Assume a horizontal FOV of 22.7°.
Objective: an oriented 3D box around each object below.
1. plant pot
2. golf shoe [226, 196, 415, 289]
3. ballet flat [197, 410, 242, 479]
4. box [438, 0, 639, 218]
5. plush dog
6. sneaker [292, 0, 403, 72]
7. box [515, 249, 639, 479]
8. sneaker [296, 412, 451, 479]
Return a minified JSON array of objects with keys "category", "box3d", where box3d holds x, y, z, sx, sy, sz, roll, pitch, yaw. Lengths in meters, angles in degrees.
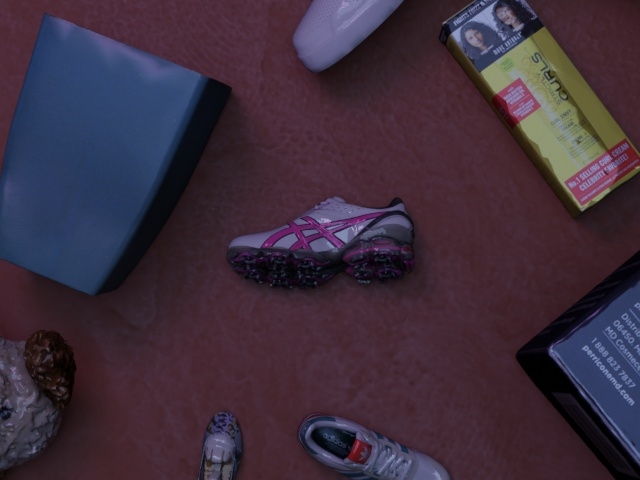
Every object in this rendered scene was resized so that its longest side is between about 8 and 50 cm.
[{"category":"plant pot","box3d":[-0.212,-0.074,1.541,0.166,0.165,0.234,21,94,4]},{"category":"golf shoe","box3d":[0.000,0.000,1.577,0.186,0.067,0.086,-3,58,2]},{"category":"ballet flat","box3d":[-0.101,0.225,1.565,0.041,0.041,0.114,9,85,3]},{"category":"box","box3d":[0.218,-0.140,1.577,0.087,0.058,0.232,-34,85,-2]},{"category":"plush dog","box3d":[-0.356,0.137,1.536,0.225,0.210,0.262,36,115,-9]},{"category":"sneaker","box3d":[0.034,-0.318,1.541,0.169,0.108,0.292,39,91,-24]},{"category":"box","box3d":[0.401,0.056,1.436,0.395,0.293,0.212,-40,85,-1]},{"category":"sneaker","box3d":[0.050,0.214,1.542,0.161,0.075,0.057,25,86,4]}]
